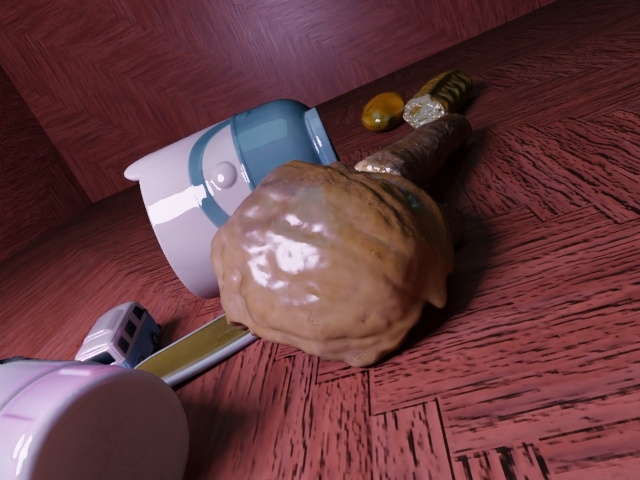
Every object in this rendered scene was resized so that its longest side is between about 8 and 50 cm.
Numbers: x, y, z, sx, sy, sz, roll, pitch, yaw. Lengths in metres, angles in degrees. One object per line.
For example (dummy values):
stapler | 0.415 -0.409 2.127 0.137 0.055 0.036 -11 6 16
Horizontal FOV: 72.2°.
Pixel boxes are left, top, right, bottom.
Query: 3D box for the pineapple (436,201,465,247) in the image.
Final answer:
pineapple | 0.115 -0.015 0.527 0.058 0.058 0.124 -33 11 -19

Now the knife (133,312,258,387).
knife | -0.085 0.091 0.506 0.343 0.027 0.061 -29 36 -17

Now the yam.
yam | 0.149 -0.127 0.643 0.081 0.081 0.356 -9 17 35

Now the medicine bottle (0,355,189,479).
medicine bottle | -0.201 0.159 0.336 0.168 0.135 0.135 -11 25 35

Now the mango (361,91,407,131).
mango | 0.163 -0.331 1.148 0.115 0.089 0.165 10 43 41

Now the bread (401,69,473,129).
bread | 0.278 -0.326 1.004 0.098 0.087 0.269 -11 24 39

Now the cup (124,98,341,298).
cup | -0.087 -0.058 0.641 0.257 0.219 0.289 -23 -11 7

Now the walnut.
walnut | -0.001 0.009 0.409 0.238 0.141 0.204 -29 40 9

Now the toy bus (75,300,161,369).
toy bus | -0.246 0.126 0.540 0.060 0.075 0.123 -24 22 1
